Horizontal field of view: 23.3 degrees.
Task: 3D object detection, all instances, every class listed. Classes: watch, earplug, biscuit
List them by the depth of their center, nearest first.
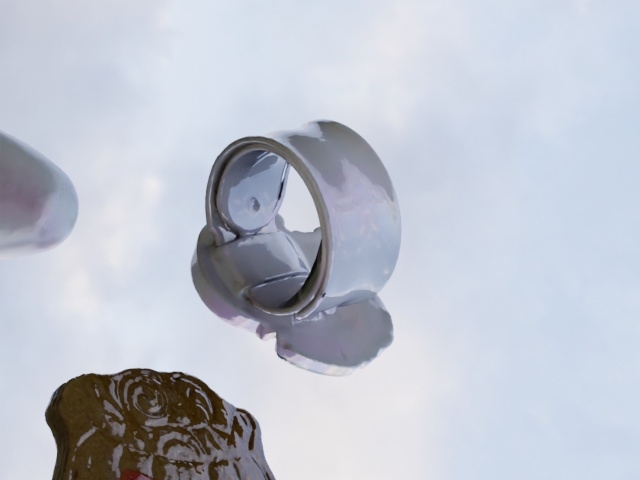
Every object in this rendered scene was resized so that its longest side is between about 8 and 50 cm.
[{"bbox_3d":[-0.368,-0.057,1.477,0.301,0.172,0.172,12,-106,16],"label":"earplug"},{"bbox_3d":[-0.148,0.248,1.575,0.049,0.273,0.257,-36,-127,39],"label":"biscuit"},{"bbox_3d":[0.000,0.000,1.643,0.244,0.196,0.231,52,-47,22],"label":"watch"}]
